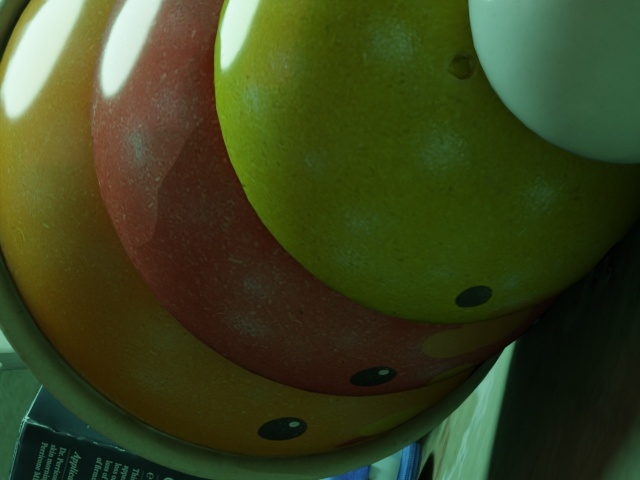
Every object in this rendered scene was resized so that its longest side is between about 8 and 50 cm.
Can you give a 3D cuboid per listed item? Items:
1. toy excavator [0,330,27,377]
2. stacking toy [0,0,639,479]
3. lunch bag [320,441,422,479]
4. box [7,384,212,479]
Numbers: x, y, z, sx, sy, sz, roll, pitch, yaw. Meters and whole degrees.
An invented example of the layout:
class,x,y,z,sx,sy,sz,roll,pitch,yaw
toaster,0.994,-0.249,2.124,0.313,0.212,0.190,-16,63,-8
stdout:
class,x,y,z,sx,sy,sz,roll,pitch,yaw
toy excavator,-0.216,0.162,1.983,0.433,0.445,0.222,-42,-28,-60
stacking toy,0.038,-0.062,0.735,0.480,0.351,0.350,-19,53,69
lunch bag,-0.012,0.277,1.121,0.303,0.115,0.243,-74,4,-54
box,-0.137,0.301,1.496,0.179,0.313,0.343,-75,4,-65
